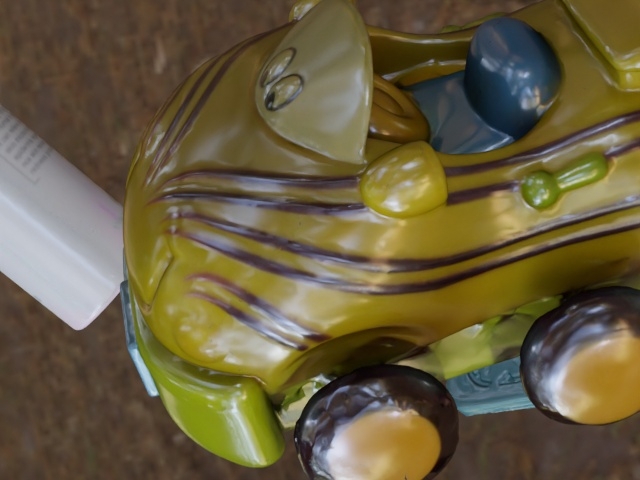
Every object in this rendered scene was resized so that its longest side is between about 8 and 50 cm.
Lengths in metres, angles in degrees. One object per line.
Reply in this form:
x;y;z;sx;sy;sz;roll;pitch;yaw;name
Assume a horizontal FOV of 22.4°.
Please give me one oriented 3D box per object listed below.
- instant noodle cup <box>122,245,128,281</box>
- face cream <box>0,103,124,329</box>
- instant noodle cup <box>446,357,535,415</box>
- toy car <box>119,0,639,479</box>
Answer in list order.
0.000;0.000;0.878;0.193;0.212;0.193;5;104;21;instant noodle cup
-0.283;-0.076;1.201;0.345;0.102;0.102;40;151;-9;face cream
0.167;0.037;1.118;0.157;0.070;0.179;-17;57;53;instant noodle cup
0.035;-0.026;0.611;0.200;0.248;0.142;-113;4;-53;toy car
